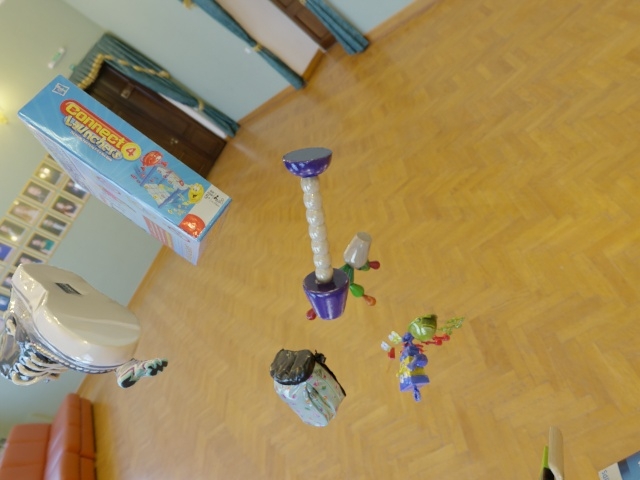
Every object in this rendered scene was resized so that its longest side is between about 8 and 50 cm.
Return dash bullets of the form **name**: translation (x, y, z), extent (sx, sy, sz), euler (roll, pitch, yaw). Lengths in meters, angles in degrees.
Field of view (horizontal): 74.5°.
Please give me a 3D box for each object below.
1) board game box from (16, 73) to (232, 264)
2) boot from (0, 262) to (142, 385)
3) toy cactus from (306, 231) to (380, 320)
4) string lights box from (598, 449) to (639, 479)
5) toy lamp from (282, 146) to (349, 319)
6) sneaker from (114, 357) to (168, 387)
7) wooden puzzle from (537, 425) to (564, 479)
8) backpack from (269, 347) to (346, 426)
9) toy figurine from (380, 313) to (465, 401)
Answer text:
- **board game box**: translation (-0.318, -0.092, 0.747), extent (0.086, 0.302, 0.308), euler (-57, 9, -18)
- **boot**: translation (-0.206, 0.083, 0.334), extent (0.190, 0.069, 0.086), euler (17, 89, 45)
- **toy cactus**: translation (0.063, 0.069, 0.859), extent (0.112, 0.219, 0.180), euler (41, 129, 28)
- **string lights box**: translation (0.644, 0.411, 0.718), extent (0.259, 0.133, 0.077), euler (-49, -9, 25)
- **toy lamp**: translation (0.000, 0.000, 0.643), extent (0.080, 0.274, 0.080), euler (-5, 27, 3)
- **sneaker**: translation (-0.368, 0.252, 0.858), extent (0.069, 0.098, 0.038), euler (33, 129, 43)
- **wooden puzzle**: translation (0.396, 0.476, 0.748), extent (0.044, 0.221, 0.238), euler (8, 90, 29)
- **backpack**: translation (-0.028, 0.347, 0.994), extent (0.152, 0.182, 0.115), euler (-10, 32, 50)
- **toy figurine**: translation (0.331, 0.400, 1.351), extent (0.362, 0.192, 0.217), euler (112, 163, -56)
